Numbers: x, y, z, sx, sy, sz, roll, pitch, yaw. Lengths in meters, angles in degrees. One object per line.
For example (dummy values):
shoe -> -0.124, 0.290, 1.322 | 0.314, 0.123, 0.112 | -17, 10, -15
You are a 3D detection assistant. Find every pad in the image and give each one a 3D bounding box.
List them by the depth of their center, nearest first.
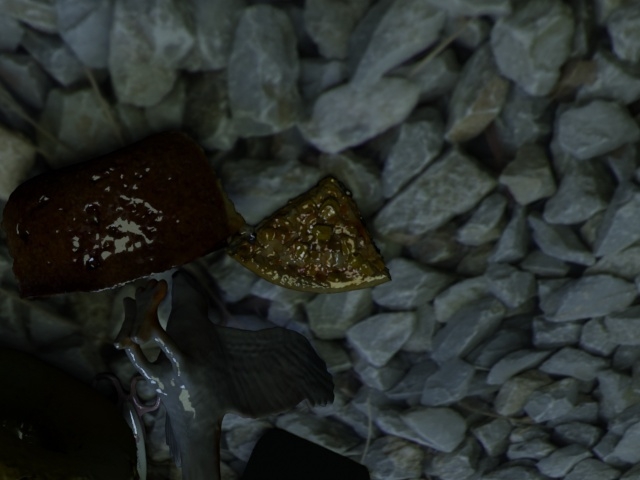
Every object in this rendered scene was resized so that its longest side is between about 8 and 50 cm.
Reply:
pad -> -0.049, 0.388, 0.839 | 0.181, 0.004, 0.267 | 29, 74, -19

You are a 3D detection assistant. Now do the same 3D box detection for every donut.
donut -> -0.180, -0.020, 0.610 | 0.186, 0.144, 0.126 | -12, 103, 33
donut -> -0.306, 0.207, 0.686 | 0.272, 0.272, 0.107 | 37, 92, -23

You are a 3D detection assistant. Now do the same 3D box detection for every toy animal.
toy animal -> -0.126, 0.187, 0.649 | 0.225, 0.284, 0.302 | -18, 122, 10

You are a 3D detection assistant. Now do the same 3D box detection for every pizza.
pizza -> 0.000, 0.000, 0.682 | 0.178, 0.041, 0.131 | 21, 117, -16

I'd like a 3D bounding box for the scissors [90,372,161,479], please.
scissors -> -0.230, 0.233, 0.823 | 0.085, 0.022, 0.176 | 0, 118, 0
